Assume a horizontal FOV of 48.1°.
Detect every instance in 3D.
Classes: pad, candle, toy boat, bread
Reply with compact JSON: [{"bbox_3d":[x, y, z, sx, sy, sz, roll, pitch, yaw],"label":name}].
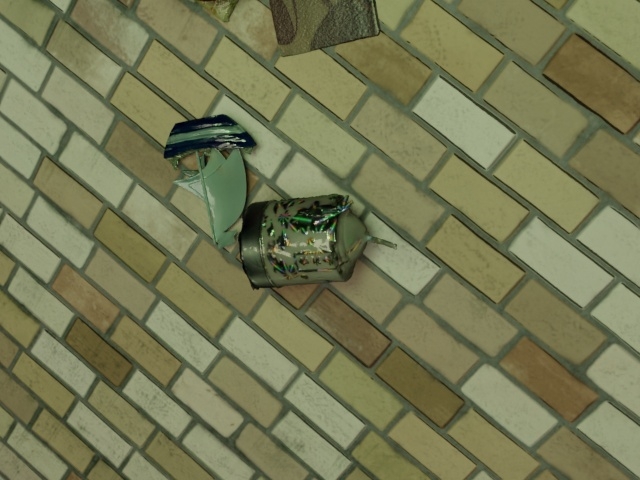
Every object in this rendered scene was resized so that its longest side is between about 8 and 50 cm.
[{"bbox_3d":[-0.014,-0.543,1.396,0.220,0.004,0.330,-8,101,21],"label":"pad"},{"bbox_3d":[0.000,0.000,1.435,0.330,0.187,0.187,-5,102,19],"label":"candle"},{"bbox_3d":[-0.251,-0.137,1.553,0.210,0.070,0.291,20,112,16],"label":"toy boat"},{"bbox_3d":[-0.238,-0.518,1.470,0.154,0.028,0.068,38,111,5],"label":"bread"}]
